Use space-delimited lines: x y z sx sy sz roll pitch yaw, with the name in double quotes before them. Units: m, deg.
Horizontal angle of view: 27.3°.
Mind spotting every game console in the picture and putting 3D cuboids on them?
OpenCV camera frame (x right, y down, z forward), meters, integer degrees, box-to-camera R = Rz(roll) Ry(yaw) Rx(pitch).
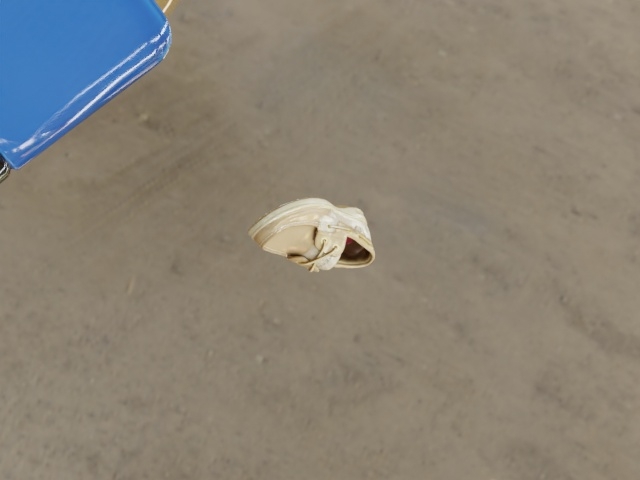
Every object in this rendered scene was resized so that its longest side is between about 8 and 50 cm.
"game console" -0.299 -0.177 0.961 0.293 0.250 0.173 54 53 -11

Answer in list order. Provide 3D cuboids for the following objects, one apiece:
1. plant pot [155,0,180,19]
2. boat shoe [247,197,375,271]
"plant pot" -0.225 -0.218 1.116 0.237 0.237 0.254 31 33 15
"boat shoe" 0.000 0.000 1.250 0.170 0.063 0.059 0 56 -54
